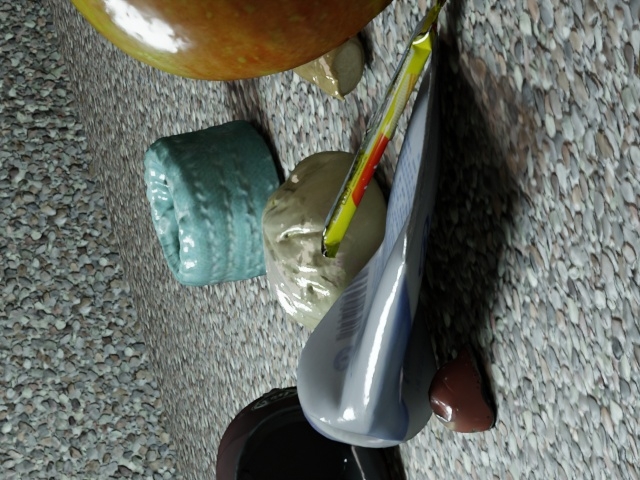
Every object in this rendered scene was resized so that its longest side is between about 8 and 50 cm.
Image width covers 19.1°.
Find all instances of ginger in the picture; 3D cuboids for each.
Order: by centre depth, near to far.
[{"bbox_3d":[-0.007,-0.218,1.874,0.095,0.069,0.190,105,149,-72],"label":"ginger"}]

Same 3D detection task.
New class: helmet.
[{"bbox_3d":[0.122,0.138,1.730,0.065,0.049,0.084,111,143,-69],"label":"helmet"},{"bbox_3d":[-0.022,0.261,2.130,0.193,0.189,0.216,-118,12,-54],"label":"helmet"}]

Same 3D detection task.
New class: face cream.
[{"bbox_3d":[0.059,0.038,1.708,0.420,0.137,0.235,98,-177,-51],"label":"face cream"}]

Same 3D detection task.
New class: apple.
[{"bbox_3d":[-0.073,-0.303,1.533,0.339,0.339,0.339,167,90,-76],"label":"apple"}]

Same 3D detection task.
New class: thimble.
[{"bbox_3d":[-0.133,-0.044,2.391,0.235,0.143,0.198,-177,75,-78],"label":"thimble"}]

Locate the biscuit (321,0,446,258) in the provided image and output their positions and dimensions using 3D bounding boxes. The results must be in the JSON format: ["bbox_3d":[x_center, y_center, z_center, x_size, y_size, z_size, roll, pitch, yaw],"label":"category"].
[{"bbox_3d":[0.051,-0.095,1.655,0.048,0.026,0.292,-76,8,-47],"label":"biscuit"}]

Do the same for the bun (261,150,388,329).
[{"bbox_3d":[0.000,0.000,1.933,0.193,0.128,0.178,-116,18,-51],"label":"bun"}]

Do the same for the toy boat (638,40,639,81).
[{"bbox_3d":[0.216,-0.107,1.128,0.049,0.047,0.149,-122,24,-53],"label":"toy boat"}]
